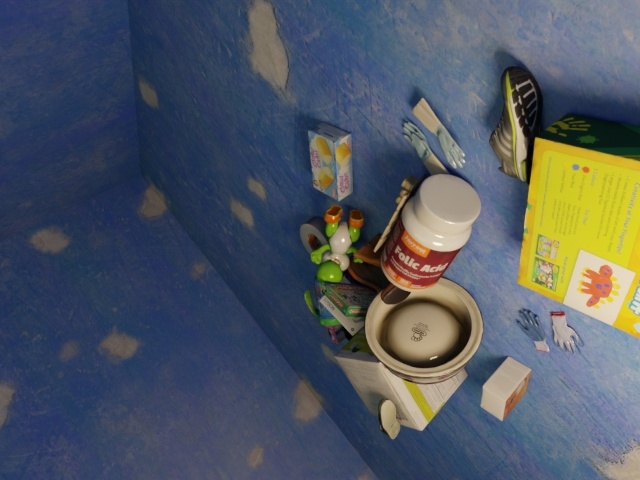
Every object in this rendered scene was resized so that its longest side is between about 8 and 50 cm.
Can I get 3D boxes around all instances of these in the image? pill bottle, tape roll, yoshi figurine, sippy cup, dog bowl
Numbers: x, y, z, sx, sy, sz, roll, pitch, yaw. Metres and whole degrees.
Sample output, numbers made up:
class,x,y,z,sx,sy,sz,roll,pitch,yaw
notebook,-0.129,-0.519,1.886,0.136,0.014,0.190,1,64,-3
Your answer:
class,x,y,z,sx,sy,sz,roll,pitch,yaw
pill bottle,0.347,-0.016,1.547,0.224,0.224,0.392,44,150,19
tape roll,0.000,0.000,2.247,0.219,0.072,0.219,36,145,31
yoshi figurine,0.067,0.052,1.982,0.203,0.203,0.362,43,135,39
sippy cup,0.075,0.252,2.262,0.240,0.306,0.224,-117,10,-81
dog bowl,0.368,0.329,1.720,0.408,0.408,0.150,33,156,35

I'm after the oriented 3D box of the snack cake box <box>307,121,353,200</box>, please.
class,x,y,z,sx,sy,sz,roll,pitch,yaw
snack cake box,0.041,-0.303,1.852,0.152,0.089,0.264,32,143,35

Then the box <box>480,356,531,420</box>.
class,x,y,z,sx,sy,sz,roll,pitch,yaw
box,0.656,0.523,1.700,0.091,0.170,0.130,29,143,39

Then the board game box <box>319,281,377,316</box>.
class,x,y,z,sx,sy,sz,roll,pitch,yaw
board game box,0.182,0.242,1.943,0.213,0.317,0.046,40,118,53

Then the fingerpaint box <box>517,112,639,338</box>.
class,x,y,z,sx,sy,sz,roll,pitch,yaw
fingerpaint box,0.680,-0.027,1.099,0.371,0.163,0.444,28,142,41

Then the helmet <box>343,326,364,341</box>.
class,x,y,z,sx,sy,sz,roll,pitch,yaw
helmet,0.190,0.420,2.292,0.169,0.169,0.161,-14,90,60

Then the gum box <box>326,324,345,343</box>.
class,x,y,z,sx,sy,sz,roll,pitch,yaw
gum box,0.114,0.417,2.386,0.062,0.188,0.107,12,129,52

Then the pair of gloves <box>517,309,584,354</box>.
class,x,y,z,sx,sy,sz,roll,pitch,yaw
pair of gloves,0.721,0.289,1.515,0.198,0.023,0.159,-8,111,58

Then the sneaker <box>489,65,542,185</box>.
class,x,y,z,sx,sy,sz,roll,pitch,yaw
sneaker,0.478,-0.281,1.203,0.121,0.111,0.300,20,134,52

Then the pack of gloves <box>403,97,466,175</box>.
class,x,y,z,sx,sy,sz,roll,pitch,yaw
pack of gloves,0.351,-0.300,1.459,0.232,0.046,0.195,56,163,5

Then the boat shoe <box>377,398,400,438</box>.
class,x,y,z,sx,sy,sz,roll,pitch,yaw
boat shoe,0.252,0.694,1.883,0.079,0.084,0.233,24,145,39

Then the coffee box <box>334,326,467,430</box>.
class,x,y,z,sx,sy,sz,roll,pitch,yaw
coffee box,0.333,0.519,2.007,0.338,0.334,0.338,58,151,-11

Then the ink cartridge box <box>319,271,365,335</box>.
class,x,y,z,sx,sy,sz,roll,pitch,yaw
ink cartridge box,0.148,0.268,2.127,0.223,0.224,0.045,45,-175,6

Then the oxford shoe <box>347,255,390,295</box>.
class,x,y,z,sx,sy,sz,roll,pitch,yaw
oxford shoe,0.245,0.137,2.011,0.364,0.130,0.132,36,114,42

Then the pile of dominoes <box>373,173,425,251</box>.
class,x,y,z,sx,sy,sz,roll,pitch,yaw
pile of dominoes,0.249,-0.101,1.575,0.040,0.196,0.251,33,126,12

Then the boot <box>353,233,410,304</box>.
class,x,y,z,sx,sy,sz,roll,pitch,yaw
boot,0.233,0.096,1.798,0.280,0.264,0.096,29,151,36
